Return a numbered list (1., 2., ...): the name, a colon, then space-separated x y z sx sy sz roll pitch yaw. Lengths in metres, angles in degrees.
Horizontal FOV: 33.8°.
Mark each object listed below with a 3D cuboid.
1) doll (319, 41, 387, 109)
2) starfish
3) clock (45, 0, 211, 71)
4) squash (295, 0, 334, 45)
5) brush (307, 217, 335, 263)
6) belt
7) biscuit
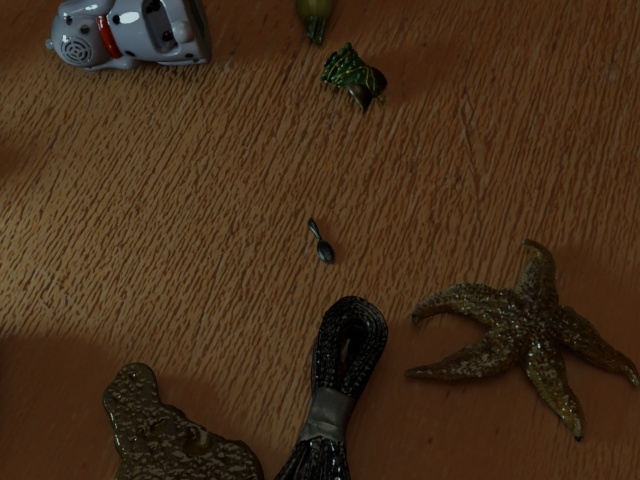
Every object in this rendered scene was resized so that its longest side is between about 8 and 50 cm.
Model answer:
1. doll: 0.060 -0.267 1.672 0.113 0.077 0.078 29 55 15
2. starfish: 0.284 0.137 1.440 0.302 0.060 0.299 37 63 19
3. clock: -0.315 -0.348 1.686 0.254 0.189 0.189 -11 58 11
4. squash: -0.008 -0.426 1.775 0.094 0.094 0.224 -1 67 -1
5. brush: 0.000 0.000 1.550 0.024 0.008 0.083 -21 61 -8
6. belt: 0.010 0.239 1.358 0.126 0.094 0.359 9 59 7
7. biscuit: -0.184 0.293 1.351 0.183 0.047 0.320 -31 65 -23
